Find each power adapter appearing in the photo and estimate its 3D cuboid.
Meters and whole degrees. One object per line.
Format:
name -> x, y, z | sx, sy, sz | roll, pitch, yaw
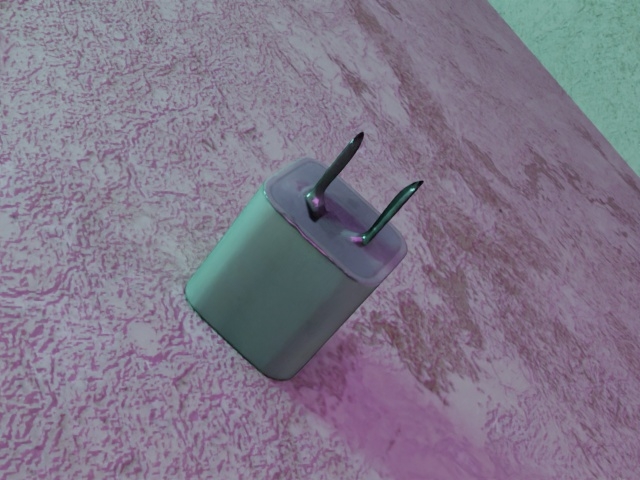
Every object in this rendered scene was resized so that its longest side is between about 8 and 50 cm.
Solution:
power adapter -> 0.000, 0.000, 0.812 | 0.130, 0.205, 0.125 | 44, 30, 4
